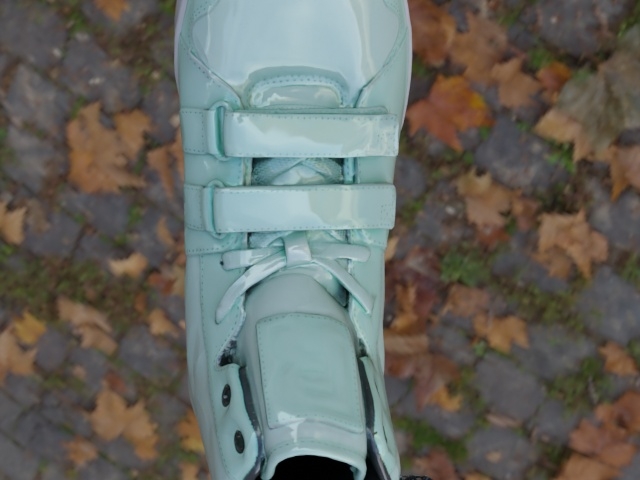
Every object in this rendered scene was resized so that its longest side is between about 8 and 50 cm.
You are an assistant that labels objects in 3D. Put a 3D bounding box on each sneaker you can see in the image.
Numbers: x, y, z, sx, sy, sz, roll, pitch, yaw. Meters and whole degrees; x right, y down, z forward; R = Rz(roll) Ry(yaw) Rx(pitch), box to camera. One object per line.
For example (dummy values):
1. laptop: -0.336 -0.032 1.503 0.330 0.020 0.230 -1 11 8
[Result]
1. sneaker: 0.000 0.000 0.522 0.094 0.151 0.256 -4 121 -13
